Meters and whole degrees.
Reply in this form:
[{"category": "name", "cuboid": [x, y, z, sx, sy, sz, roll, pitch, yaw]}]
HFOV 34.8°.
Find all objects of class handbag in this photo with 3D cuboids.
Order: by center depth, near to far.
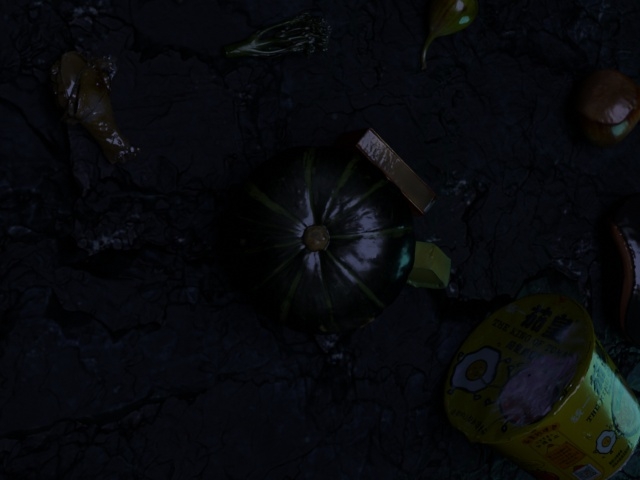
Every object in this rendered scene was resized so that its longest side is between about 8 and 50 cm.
[{"category": "handbag", "cuboid": [0.115, -0.120, 1.850, 0.190, 0.127, 0.063, 44, 75, -17]}]

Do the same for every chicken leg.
[{"category": "chicken leg", "cuboid": [-0.370, -0.214, 1.665, 0.125, 0.080, 0.196, -20, 98, -36]}]

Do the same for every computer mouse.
[{"category": "computer mouse", "cuboid": [0.676, 0.060, 2.107, 0.183, 0.116, 0.323, -6, 91, -29]}]

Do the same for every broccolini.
[{"category": "broccolini", "cuboid": [-0.078, -0.354, 1.818, 0.202, 0.068, 0.091, -13, 82, -8]}]

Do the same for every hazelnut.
[{"category": "hazelnut", "cuboid": [0.580, -0.265, 2.066, 0.150, 0.150, 0.150, 0, 89, -24]}]

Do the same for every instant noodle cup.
[{"category": "instant noodle cup", "cuboid": [0.428, 0.298, 1.901, 0.254, 0.325, 0.325, 44, 73, -28]}]

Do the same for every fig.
[{"category": "fig", "cuboid": [0.233, -0.410, 1.927, 0.093, 0.093, 0.166, 37, 76, -19]}]

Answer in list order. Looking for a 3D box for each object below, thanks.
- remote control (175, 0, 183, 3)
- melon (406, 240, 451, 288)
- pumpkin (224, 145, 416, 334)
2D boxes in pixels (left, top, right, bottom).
[{"category": "remote control", "cuboid": [-0.282, -0.517, 1.726, 0.233, 0.038, 0.098, 46, 73, -18]}, {"category": "melon", "cuboid": [0.140, 0.010, 1.869, 0.209, 0.118, 0.064, 42, 60, -30]}, {"category": "pumpkin", "cuboid": [0.000, 0.000, 1.706, 0.323, 0.241, 0.323, 0, 91, 12]}]
